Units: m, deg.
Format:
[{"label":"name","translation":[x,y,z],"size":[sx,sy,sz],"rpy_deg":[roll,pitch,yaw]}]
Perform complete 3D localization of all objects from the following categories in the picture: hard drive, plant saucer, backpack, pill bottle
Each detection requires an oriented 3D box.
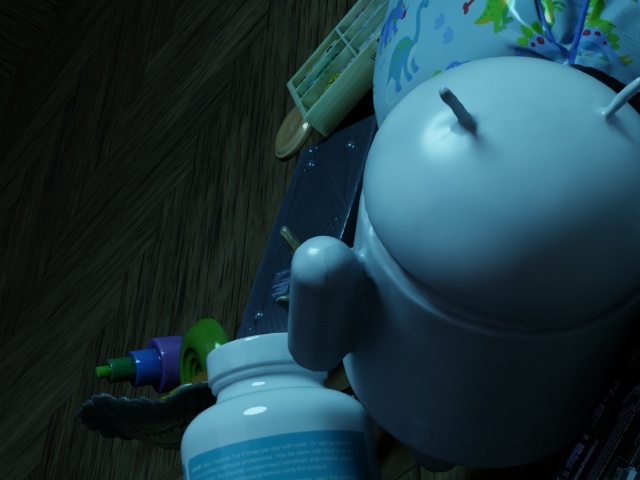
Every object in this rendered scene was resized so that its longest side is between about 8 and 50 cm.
[{"label":"hard drive","translation":[0.000,0.000,1.572],"size":[0.172,0.054,0.254],"rpy_deg":[-21,45,56]},{"label":"plant saucer","translation":[-0.033,-0.140,1.852],"size":[0.083,0.013,0.083],"rpy_deg":[-46,26,31]},{"label":"backpack","translation":[0.181,-0.186,1.218],"size":[0.290,0.273,0.355],"rpy_deg":[-33,24,58]},{"label":"pill bottle","translation":[-0.023,0.206,1.077],"size":[0.146,0.146,0.264],"rpy_deg":[-32,60,49]}]

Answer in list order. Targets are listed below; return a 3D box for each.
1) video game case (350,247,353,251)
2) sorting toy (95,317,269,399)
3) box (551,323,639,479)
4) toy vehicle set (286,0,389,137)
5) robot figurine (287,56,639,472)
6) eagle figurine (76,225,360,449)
[{"label":"video game case","translation":[0.034,0.045,1.432],"size":[0.122,0.011,0.087],"rpy_deg":[-17,54,26]},{"label":"sorting toy","translation":[-0.155,0.154,1.572],"size":[0.365,0.126,0.127],"rpy_deg":[-175,79,-65]},{"label":"box","translation":[0.245,0.114,0.910],"size":[0.180,0.077,0.147],"rpy_deg":[-61,23,0]},{"label":"toy vehicle set","translation":[0.069,-0.246,1.673],"size":[0.267,0.035,0.166],"rpy_deg":[-48,19,9]},{"label":"robot figurine","translation":[0.121,0.018,1.007],"size":[0.353,0.300,0.200],"rpy_deg":[95,155,-51]},{"label":"eagle figurine","translation":[-0.057,0.179,1.325],"size":[0.298,0.225,0.226],"rpy_deg":[-41,46,17]}]
